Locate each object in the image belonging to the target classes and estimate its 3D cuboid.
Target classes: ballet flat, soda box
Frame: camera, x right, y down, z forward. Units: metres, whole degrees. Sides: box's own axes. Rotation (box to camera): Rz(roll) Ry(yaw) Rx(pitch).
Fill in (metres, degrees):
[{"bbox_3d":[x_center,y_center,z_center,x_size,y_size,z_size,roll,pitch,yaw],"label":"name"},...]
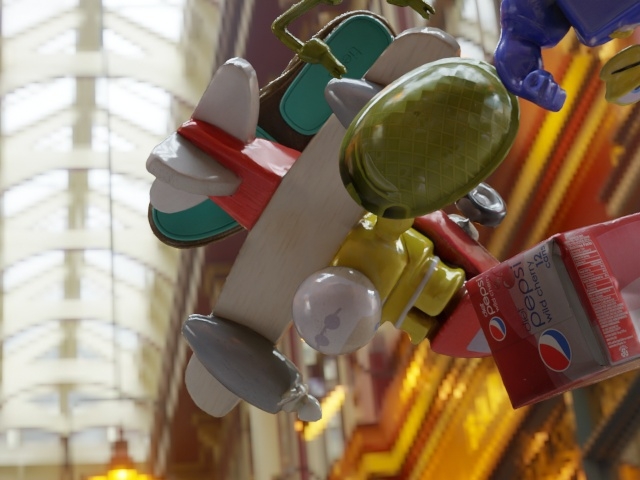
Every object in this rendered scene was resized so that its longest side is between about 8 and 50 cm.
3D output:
[{"bbox_3d":[-0.048,-0.116,1.898,0.342,0.116,0.124,-47,-1,-2],"label":"ballet flat"},{"bbox_3d":[0.220,0.024,1.057,0.263,0.083,0.092,-12,-13,-37],"label":"soda box"}]

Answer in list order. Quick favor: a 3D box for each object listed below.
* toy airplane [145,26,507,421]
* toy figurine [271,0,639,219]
[{"bbox_3d":[0.000,0.000,1.713,0.384,0.272,0.386,-12,-57,11],"label":"toy airplane"},{"bbox_3d":[0.143,-0.170,1.040,0.363,0.191,0.217,-31,-4,1],"label":"toy figurine"}]
